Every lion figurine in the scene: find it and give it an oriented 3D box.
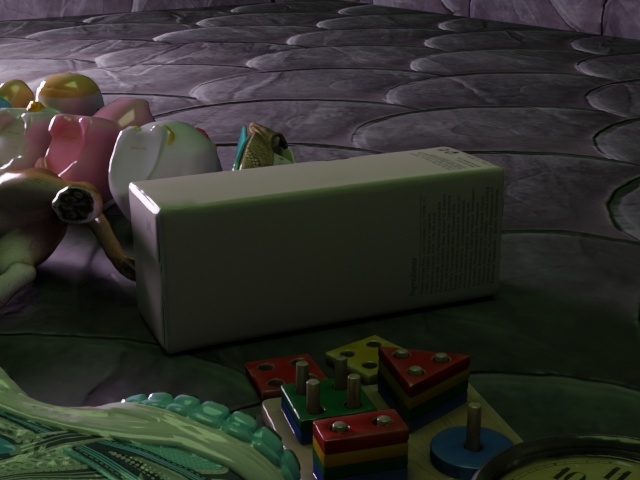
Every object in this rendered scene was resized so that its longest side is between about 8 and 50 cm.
[{"bbox_3d":[-0.337,-0.021,0.849,0.392,0.142,0.240,11,9,-11],"label":"lion figurine"}]

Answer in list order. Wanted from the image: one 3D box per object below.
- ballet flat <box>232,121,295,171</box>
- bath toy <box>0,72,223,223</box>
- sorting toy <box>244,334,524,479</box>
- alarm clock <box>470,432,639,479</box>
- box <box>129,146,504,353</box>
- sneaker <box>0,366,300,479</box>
[{"bbox_3d":[-0.059,-0.084,1.088,0.067,0.073,0.206,13,22,-6],"label":"ballet flat"},{"bbox_3d":[-0.225,-0.090,1.032,0.348,0.151,0.129,16,-11,38],"label":"bath toy"},{"bbox_3d":[0.042,0.099,0.575,0.132,0.046,0.274,-5,19,-15],"label":"sorting toy"},{"bbox_3d":[0.140,0.133,0.444,0.129,0.064,0.192,16,27,40],"label":"alarm clock"},{"bbox_3d":[0.000,0.000,0.769,0.275,0.113,0.094,-7,19,-22],"label":"box"},{"bbox_3d":[-0.154,0.118,0.432,0.283,0.110,0.122,2,22,7],"label":"sneaker"}]
